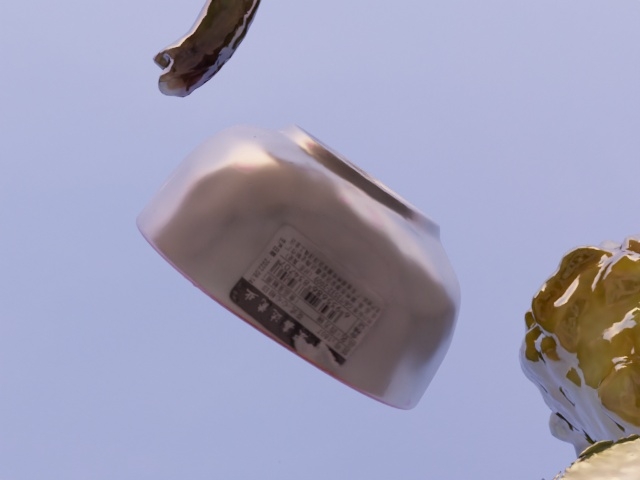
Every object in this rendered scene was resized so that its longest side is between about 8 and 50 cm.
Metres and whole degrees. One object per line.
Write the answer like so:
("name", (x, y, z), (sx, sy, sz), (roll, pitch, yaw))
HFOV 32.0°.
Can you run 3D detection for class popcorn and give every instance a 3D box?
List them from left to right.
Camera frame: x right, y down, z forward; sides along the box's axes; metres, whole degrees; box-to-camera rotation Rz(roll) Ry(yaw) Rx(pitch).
("popcorn", (0.262, 0.098, 0.744), (0.266, 0.233, 0.192), (33, -101, 28))

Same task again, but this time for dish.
("dish", (0.000, 0.000, 0.793), (0.256, 0.256, 0.117), (35, -85, 5))

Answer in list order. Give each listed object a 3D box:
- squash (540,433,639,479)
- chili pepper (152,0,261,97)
("squash", (0.135, 0.168, 0.367), (0.123, 0.123, 0.187), (-7, -72, -3))
("chili pepper", (-0.014, -0.221, 0.392), (0.134, 0.131, 0.338), (-10, -89, 5))
